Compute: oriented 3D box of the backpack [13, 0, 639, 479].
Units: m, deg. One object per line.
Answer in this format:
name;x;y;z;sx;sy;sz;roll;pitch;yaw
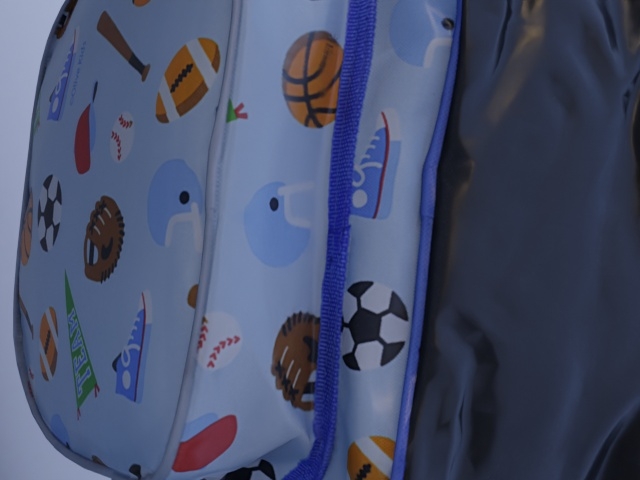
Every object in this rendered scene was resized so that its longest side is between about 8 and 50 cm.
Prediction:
backpack;0.000;0.000;0.617;0.263;0.213;0.277;169;-67;-69
